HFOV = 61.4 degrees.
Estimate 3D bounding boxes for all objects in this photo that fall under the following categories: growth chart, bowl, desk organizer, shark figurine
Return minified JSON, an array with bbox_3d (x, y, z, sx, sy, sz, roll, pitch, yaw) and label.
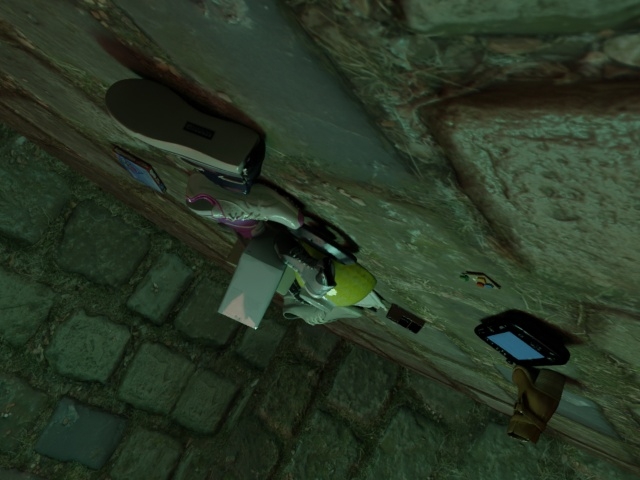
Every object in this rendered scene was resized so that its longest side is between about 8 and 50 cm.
[{"bbox_3d":[0.108,0.193,1.925,0.237,0.021,0.172,5,148,33],"label":"growth chart"},{"bbox_3d":[0.019,0.135,1.722,0.289,0.156,0.289,27,167,7],"label":"bowl"},{"bbox_3d":[0.299,0.277,1.895,0.130,0.050,0.047,29,168,2],"label":"desk organizer"},{"bbox_3d":[-0.229,0.043,1.836,0.116,0.166,0.278,-32,131,33],"label":"shark figurine"}]

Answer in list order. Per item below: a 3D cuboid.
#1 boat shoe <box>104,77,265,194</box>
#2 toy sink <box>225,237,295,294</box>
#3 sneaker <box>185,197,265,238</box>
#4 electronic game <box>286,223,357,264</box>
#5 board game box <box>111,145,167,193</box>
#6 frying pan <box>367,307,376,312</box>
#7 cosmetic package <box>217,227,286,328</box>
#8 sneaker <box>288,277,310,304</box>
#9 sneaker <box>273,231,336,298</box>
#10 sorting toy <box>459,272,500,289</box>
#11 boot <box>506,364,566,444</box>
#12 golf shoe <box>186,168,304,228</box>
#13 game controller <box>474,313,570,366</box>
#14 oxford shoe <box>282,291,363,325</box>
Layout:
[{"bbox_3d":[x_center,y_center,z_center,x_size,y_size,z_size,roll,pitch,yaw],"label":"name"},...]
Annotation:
[{"bbox_3d":[-0.272,-0.199,1.106,0.340,0.127,0.158,27,160,7],"label":"boat shoe"},{"bbox_3d":[-0.209,0.077,2.006,0.131,0.153,0.234,15,162,49],"label":"toy sink"},{"bbox_3d":[-0.287,-0.075,1.649,0.282,0.102,0.161,20,157,38],"label":"sneaker"},{"bbox_3d":[0.000,0.000,1.475,0.229,0.048,0.229,32,176,3],"label":"electronic game"},{"bbox_3d":[-0.662,-0.255,1.992,0.145,0.027,0.281,28,167,1],"label":"board game box"},{"bbox_3d":[0.088,0.201,2.087,0.197,0.053,0.326,22,162,30],"label":"frying pan"},{"bbox_3d":[-0.191,0.109,1.676,0.138,0.225,0.224,24,-157,-2],"label":"cosmetic package"},{"bbox_3d":[-0.122,0.144,2.209,0.330,0.130,0.147,36,-179,-14],"label":"sneaker"},{"bbox_3d":[-0.029,0.052,1.542,0.229,0.086,0.132,51,141,-4],"label":"sneaker"},{"bbox_3d":[0.337,0.088,1.159,0.062,0.012,0.083,34,166,-22],"label":"sorting toy"},{"bbox_3d":[0.637,0.509,1.663,0.109,0.220,0.283,30,168,-4],"label":"boot"},{"bbox_3d":[-0.190,-0.091,1.341,0.306,0.140,0.115,29,166,-4],"label":"golf shoe"},{"bbox_3d":[0.491,0.254,1.347,0.166,0.067,0.319,28,167,6],"label":"game controller"},{"bbox_3d":[0.002,0.321,2.431,0.449,0.130,0.169,1,159,40],"label":"oxford shoe"}]
